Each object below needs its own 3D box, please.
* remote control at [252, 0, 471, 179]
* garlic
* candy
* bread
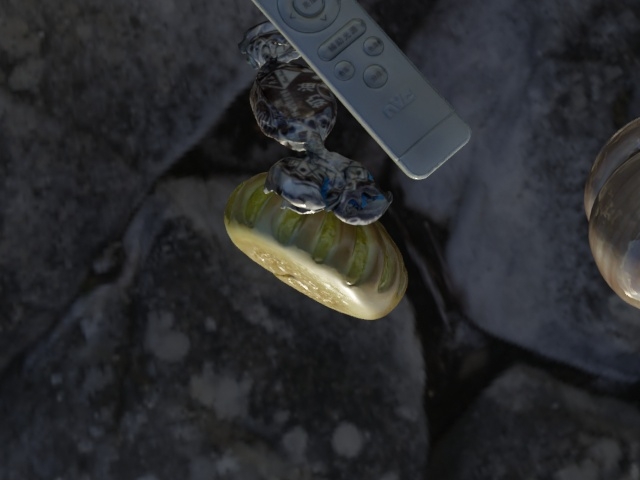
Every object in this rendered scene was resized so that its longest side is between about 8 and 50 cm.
[{"bbox_3d":[0.016,-0.117,0.882,0.050,0.184,0.027,-40,177,-11],"label":"remote control"},{"bbox_3d":[0.291,-0.005,1.138,0.160,0.214,0.191,17,124,0],"label":"garlic"},{"bbox_3d":[-0.011,-0.092,1.052,0.094,0.226,0.051,-10,137,-12],"label":"candy"},{"bbox_3d":[0.000,0.000,1.518,0.213,0.213,0.104,41,79,-40],"label":"bread"}]
